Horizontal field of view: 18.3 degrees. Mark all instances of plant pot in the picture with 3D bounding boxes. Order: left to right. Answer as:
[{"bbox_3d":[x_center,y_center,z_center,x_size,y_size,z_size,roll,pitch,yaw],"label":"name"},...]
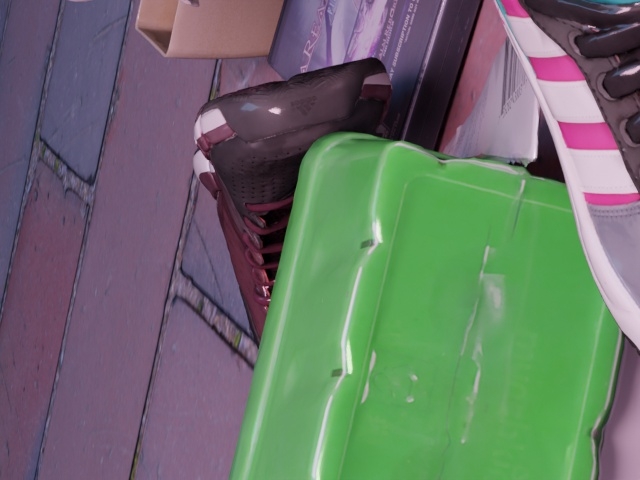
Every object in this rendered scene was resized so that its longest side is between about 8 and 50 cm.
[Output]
[{"bbox_3d":[-0.061,-0.180,1.368,0.109,0.096,0.109,-135,57,-66],"label":"plant pot"}]

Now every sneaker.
[{"bbox_3d":[0.000,0.000,1.083,0.281,0.106,0.162,128,126,-84],"label":"sneaker"},{"bbox_3d":[0.119,-0.074,0.641,0.295,0.124,0.178,65,-177,29],"label":"sneaker"}]

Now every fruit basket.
[{"bbox_3d":[0.051,0.092,0.902,0.353,0.165,0.327,90,-168,-77],"label":"fruit basket"}]

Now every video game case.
[{"bbox_3d":[0.036,-0.162,1.193,0.274,0.026,0.196,-130,54,-64],"label":"video game case"}]

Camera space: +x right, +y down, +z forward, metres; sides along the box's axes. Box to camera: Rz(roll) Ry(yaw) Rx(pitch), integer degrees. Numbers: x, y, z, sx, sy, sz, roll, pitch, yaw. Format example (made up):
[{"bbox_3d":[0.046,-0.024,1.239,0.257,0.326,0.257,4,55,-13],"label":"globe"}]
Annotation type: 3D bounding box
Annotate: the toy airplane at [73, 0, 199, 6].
[{"bbox_3d":[-0.047,-0.292,1.151,0.384,0.386,0.272,33,154,57],"label":"toy airplane"}]
